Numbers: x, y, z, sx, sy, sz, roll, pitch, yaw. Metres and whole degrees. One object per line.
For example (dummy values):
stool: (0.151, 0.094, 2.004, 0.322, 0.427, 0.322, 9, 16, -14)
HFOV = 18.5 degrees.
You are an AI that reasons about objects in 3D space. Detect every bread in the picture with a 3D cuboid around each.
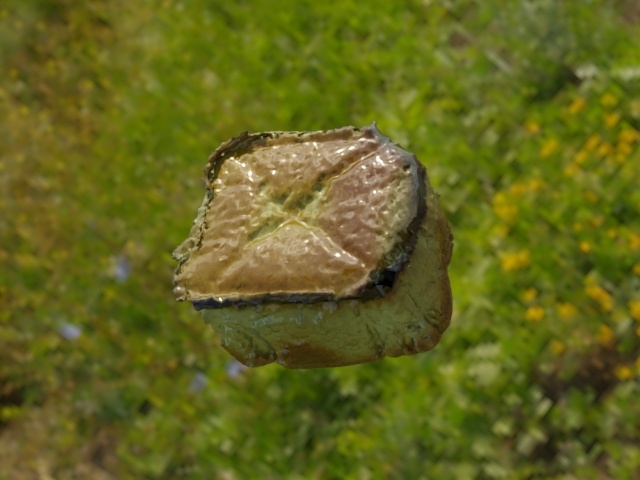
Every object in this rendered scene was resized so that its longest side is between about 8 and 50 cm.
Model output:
bread: (0.000, 0.000, 1.019, 0.140, 0.069, 0.128, -5, 54, 19)
